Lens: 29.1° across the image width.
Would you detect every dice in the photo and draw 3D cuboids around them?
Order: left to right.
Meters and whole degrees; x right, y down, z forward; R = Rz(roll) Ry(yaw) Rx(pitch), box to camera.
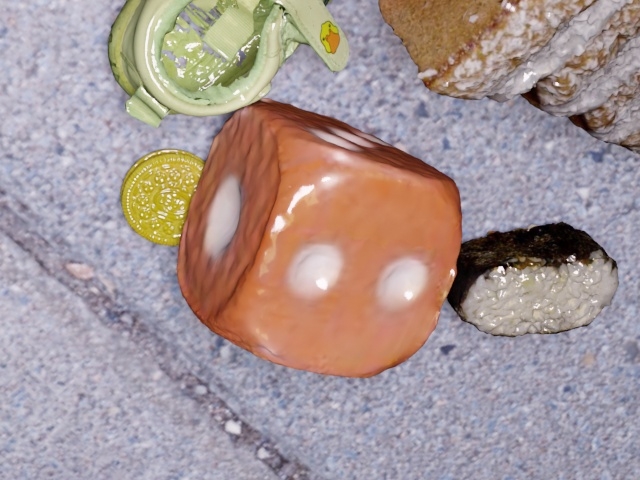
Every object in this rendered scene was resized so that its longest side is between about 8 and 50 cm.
[{"bbox_3d":[0.000,0.000,0.984,0.179,0.174,0.175,17,103,-28],"label":"dice"}]

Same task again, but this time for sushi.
[{"bbox_3d":[0.186,0.036,1.109,0.150,0.078,0.090,-10,121,-10],"label":"sushi"}]

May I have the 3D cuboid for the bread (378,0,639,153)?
[{"bbox_3d":[0.230,-0.154,0.912,0.417,0.113,0.165,8,135,-50],"label":"bread"}]

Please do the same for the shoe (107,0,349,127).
[{"bbox_3d":[-0.048,-0.188,0.945,0.262,0.128,0.140,-42,129,10],"label":"shoe"}]

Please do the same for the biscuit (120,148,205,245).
[{"bbox_3d":[-0.125,-0.036,1.035,0.084,0.023,0.084,-6,116,-12],"label":"biscuit"}]
